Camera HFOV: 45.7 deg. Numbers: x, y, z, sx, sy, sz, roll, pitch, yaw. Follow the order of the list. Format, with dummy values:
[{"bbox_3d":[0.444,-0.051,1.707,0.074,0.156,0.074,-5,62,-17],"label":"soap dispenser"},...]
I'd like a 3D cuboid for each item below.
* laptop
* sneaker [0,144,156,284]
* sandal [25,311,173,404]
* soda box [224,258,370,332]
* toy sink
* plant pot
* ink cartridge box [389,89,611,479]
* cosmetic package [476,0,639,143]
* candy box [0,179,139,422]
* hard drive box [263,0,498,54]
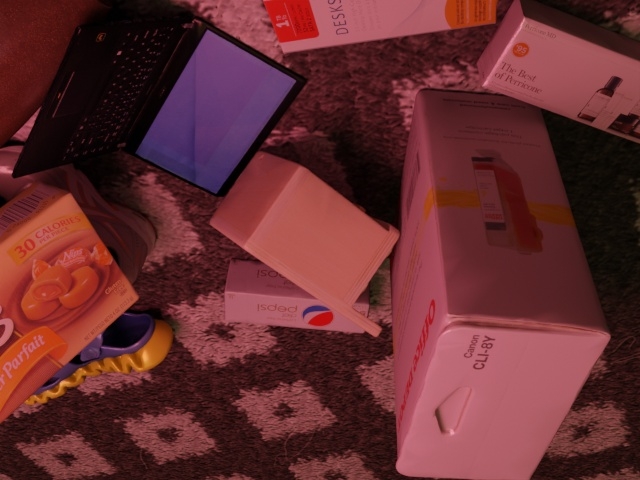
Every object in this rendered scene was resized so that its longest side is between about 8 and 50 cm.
[{"bbox_3d":[-0.191,-0.138,0.914,0.136,0.264,0.234,48,127,10],"label":"laptop"},{"bbox_3d":[-0.347,-0.026,1.039,0.262,0.121,0.099,33,126,-25],"label":"sneaker"},{"bbox_3d":[-0.404,0.164,1.230,0.318,0.126,0.138,-21,125,11],"label":"sandal"},{"bbox_3d":[-0.035,0.085,1.154,0.216,0.073,0.069,5,133,-1],"label":"soda box"},{"bbox_3d":[0.000,0.000,0.994,0.234,0.153,0.131,36,87,-26],"label":"toy sink"},{"bbox_3d":[-0.348,-0.231,0.815,0.230,0.215,0.215,-32,125,9],"label":"plant pot"},{"bbox_3d":[0.179,0.047,0.893,0.161,0.384,0.279,5,133,-1],"label":"ink cartridge box"},{"bbox_3d":[0.314,-0.193,0.884,0.239,0.060,0.098,16,131,-11],"label":"cosmetic package"},{"bbox_3d":[-0.388,0.098,0.888,0.088,0.316,0.182,19,143,42],"label":"candy box"},{"bbox_3d":[0.055,-0.288,0.752,0.232,0.089,0.181,-6,156,10],"label":"hard drive box"}]
